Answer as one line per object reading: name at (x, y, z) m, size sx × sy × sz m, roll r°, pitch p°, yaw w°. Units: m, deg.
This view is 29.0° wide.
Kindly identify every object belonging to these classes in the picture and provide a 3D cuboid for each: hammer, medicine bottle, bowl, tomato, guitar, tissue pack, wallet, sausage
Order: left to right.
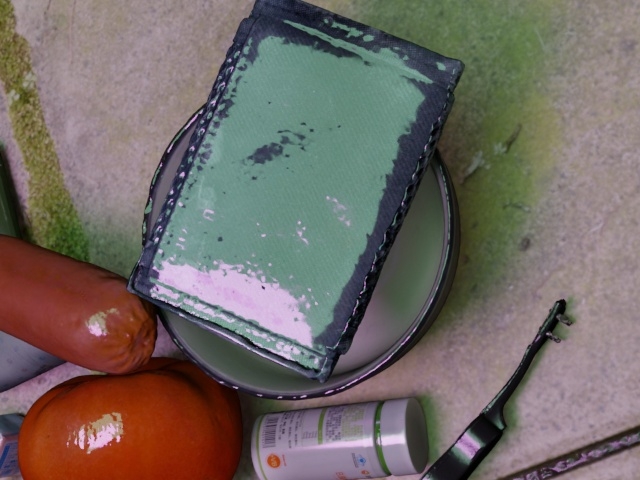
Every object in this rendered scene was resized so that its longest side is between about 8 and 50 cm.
tissue pack at (-0.397, 0.256, 1.533) m, size 0.059 × 0.094 × 0.074 m, roll 28°, pitch 96°, yaw 21°
hammer at (-0.399, 0.014, 1.564) m, size 0.206 × 0.119 × 0.335 m, roll -26°, pitch 69°, yaw 15°
sausage at (-0.283, 0.071, 1.359) m, size 0.259 × 0.113 × 0.113 m, roll 16°, pitch 90°, yaw 35°
tomato at (-0.206, 0.227, 1.393) m, size 0.260 × 0.260 × 0.180 m, roll -7°, pitch 95°, yaw 21°
wallet at (-0.023, -0.057, 1.239) m, size 0.237 × 0.075 × 0.342 m, roll 23°, pitch 90°, yaw 17°
bowl at (0.000, 0.000, 1.359) m, size 0.354 × 0.185 × 0.353 m, roll -3°, pitch 82°, yaw 21°
medicine bottle at (0.021, 0.225, 1.378) m, size 0.183 × 0.086 × 0.086 m, roll -9°, pitch 80°, yaw 21°
guitar at (0.192, 0.179, 1.331) m, size 0.038 × 0.084 × 0.271 m, roll 37°, pitch 91°, yaw 17°
